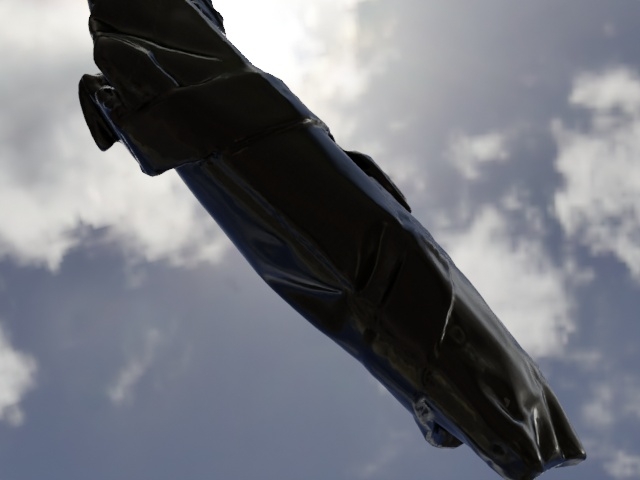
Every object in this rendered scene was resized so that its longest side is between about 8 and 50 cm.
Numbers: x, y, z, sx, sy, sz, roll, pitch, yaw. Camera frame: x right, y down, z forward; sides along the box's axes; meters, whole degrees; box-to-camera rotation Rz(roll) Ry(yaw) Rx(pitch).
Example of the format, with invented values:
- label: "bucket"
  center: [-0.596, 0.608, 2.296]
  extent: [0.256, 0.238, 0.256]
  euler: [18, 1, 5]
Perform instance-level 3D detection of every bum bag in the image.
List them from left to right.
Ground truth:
- label: "bum bag"
  center: [0.000, 0.000, 0.512]
  extent: [0.049, 0.197, 0.087]
  euler: [-43, -171, 13]
